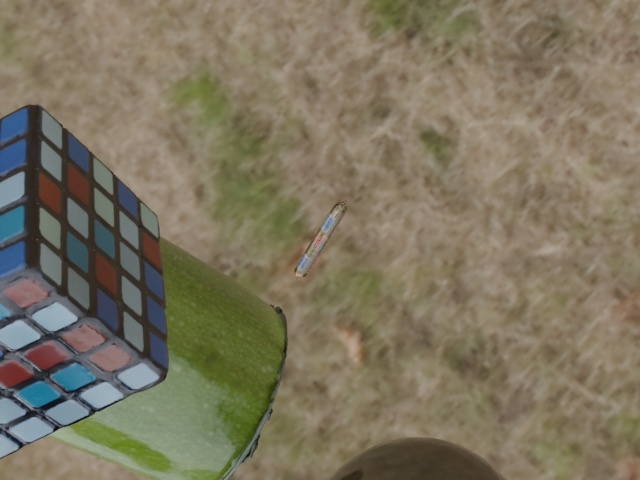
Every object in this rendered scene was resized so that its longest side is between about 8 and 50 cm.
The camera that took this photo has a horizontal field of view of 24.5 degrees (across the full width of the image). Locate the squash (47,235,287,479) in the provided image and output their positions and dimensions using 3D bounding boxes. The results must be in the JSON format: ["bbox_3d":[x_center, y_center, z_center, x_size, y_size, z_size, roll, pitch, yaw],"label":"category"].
[{"bbox_3d":[-0.244,0.103,1.640,0.384,0.263,0.263,30,148,-26],"label":"squash"}]

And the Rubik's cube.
[{"bbox_3d":[-0.245,0.034,1.182,0.187,0.184,0.182,-26,136,16],"label":"Rubik's cube"}]

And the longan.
[{"bbox_3d":[0.101,0.338,1.620,0.258,0.258,0.258,25,134,28],"label":"longan"}]

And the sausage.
[{"bbox_3d":[0.000,0.000,1.412,0.015,0.015,0.100,39,118,14],"label":"sausage"}]
